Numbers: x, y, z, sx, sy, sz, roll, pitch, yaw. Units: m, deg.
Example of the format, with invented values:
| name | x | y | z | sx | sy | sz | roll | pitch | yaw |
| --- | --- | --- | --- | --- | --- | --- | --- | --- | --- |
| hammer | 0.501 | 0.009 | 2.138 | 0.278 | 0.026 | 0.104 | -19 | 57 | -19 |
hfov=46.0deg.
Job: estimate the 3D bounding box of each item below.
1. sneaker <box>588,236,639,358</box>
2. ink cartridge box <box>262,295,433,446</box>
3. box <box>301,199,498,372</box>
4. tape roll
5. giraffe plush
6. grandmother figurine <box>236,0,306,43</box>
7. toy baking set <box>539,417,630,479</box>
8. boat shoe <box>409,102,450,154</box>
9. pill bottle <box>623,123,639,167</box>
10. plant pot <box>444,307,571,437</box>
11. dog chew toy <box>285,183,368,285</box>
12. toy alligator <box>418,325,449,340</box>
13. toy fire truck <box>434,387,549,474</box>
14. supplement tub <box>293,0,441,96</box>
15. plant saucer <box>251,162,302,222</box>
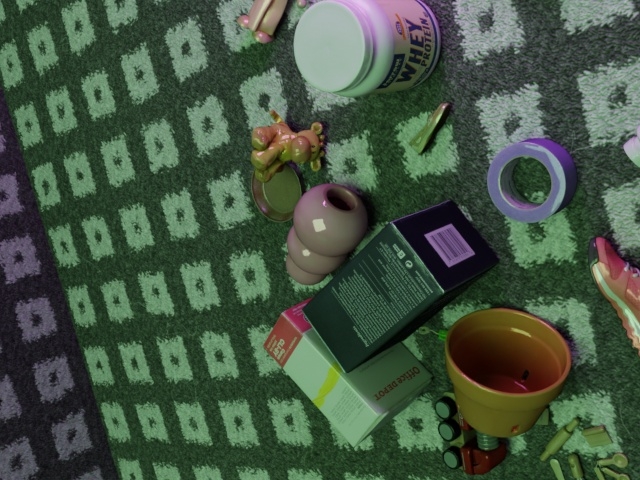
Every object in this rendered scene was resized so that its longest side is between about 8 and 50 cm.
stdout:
| name | x | y | z | sx | sy | sz | roll | pitch | yaw |
| --- | --- | --- | --- | --- | --- | --- | --- | --- | --- |
| sneaker | 0.704 | 0.113 | 1.651 | 0.136 | 0.116 | 0.314 | -32 | 90 | 30 |
| ink cartridge box | 0.076 | 0.336 | 2.087 | 0.385 | 0.279 | 0.160 | 45 | 127 | 20 |
| box | 0.199 | 0.116 | 1.915 | 0.212 | 0.293 | 0.395 | 53 | 128 | 14 |
| tape roll | 0.490 | -0.140 | 1.747 | 0.189 | 0.080 | 0.189 | 12 | 110 | 35 |
| giraffe plush | -0.079 | -0.259 | 2.121 | 0.170 | 0.210 | 0.181 | 11 | 139 | 19 |
| grandmother figurine | -0.107 | -0.706 | 2.044 | 0.208 | 0.104 | 0.342 | 39 | 127 | 13 |
| toy baking set | 0.644 | 0.563 | 1.865 | 0.197 | 0.030 | 0.256 | 45 | 126 | 19 |
| boat shoe | 0.273 | -0.287 | 1.893 | 0.048 | 0.056 | 0.153 | 41 | 132 | 16 |
| pill bottle | 0.709 | -0.224 | 1.537 | 0.094 | 0.094 | 0.169 | 54 | 128 | 13 |
| plant pot | 0.438 | 0.332 | 1.820 | 0.291 | 0.291 | 0.203 | 25 | 134 | 31 |
| dog chew toy | 0.000 | 0.000 | 2.111 | 0.206 | 0.206 | 0.332 | 45 | 134 | 20 |
| toy alligator | 0.354 | 0.258 | 1.987 | 0.189 | 0.056 | 0.051 | 6 | 150 | 28 |
| toy fire truck | 0.447 | 0.490 | 1.944 | 0.246 | 0.158 | 0.217 | 0 | 103 | 49 |
| supplement tub | 0.114 | -0.464 | 1.788 | 0.235 | 0.325 | 0.235 | 13 | 111 | 35 |
| plant saucer | -0.124 | -0.155 | 2.260 | 0.198 | 0.036 | 0.199 | 13 | 112 | 35 |
